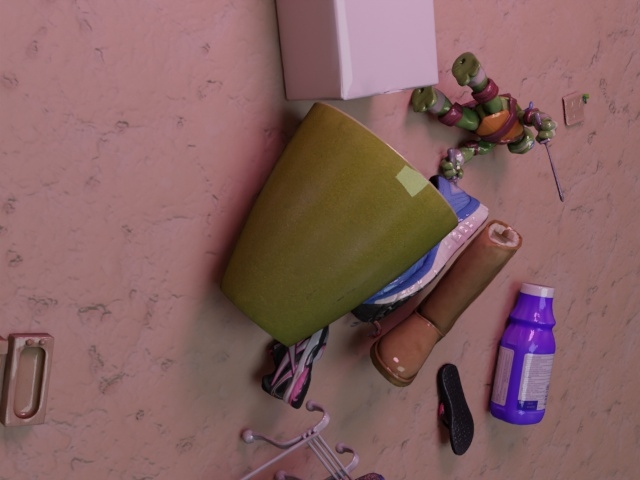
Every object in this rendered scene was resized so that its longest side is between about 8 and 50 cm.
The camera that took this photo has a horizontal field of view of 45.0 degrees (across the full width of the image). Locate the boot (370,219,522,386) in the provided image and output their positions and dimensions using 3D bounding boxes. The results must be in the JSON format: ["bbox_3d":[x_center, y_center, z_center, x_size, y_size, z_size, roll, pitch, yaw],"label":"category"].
[{"bbox_3d":[0.207,0.096,1.276,0.269,0.089,0.236,-53,173,24],"label":"boot"}]

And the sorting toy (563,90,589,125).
[{"bbox_3d":[0.543,-0.283,1.637,0.083,0.012,0.062,-23,107,-30],"label":"sorting toy"}]

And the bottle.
[{"bbox_3d":[0.420,0.229,1.577,0.118,0.092,0.282,5,94,-39],"label":"bottle"}]

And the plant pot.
[{"bbox_3d":[0.000,0.000,1.120,0.293,0.275,0.275,-49,125,-3],"label":"plant pot"}]

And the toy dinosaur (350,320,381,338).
[{"bbox_3d":[0.075,0.124,1.300,0.082,0.090,0.047,40,53,10],"label":"toy dinosaur"}]

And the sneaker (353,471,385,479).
[{"bbox_3d":[0.003,0.399,1.146,0.221,0.083,0.087,-21,111,-22],"label":"sneaker"}]

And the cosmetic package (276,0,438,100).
[{"bbox_3d":[0.046,-0.397,1.133,0.197,0.155,0.365,-14,107,-35],"label":"cosmetic package"}]

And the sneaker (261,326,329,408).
[{"bbox_3d":[-0.040,0.170,1.219,0.072,0.077,0.178,91,19,-52],"label":"sneaker"}]

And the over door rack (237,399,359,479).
[{"bbox_3d":[-0.079,0.426,1.221,0.324,0.108,0.239,-38,120,-11],"label":"over door rack"}]

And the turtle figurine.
[{"bbox_3d":[0.295,-0.177,1.343,0.266,0.198,0.274,32,74,-33],"label":"turtle figurine"}]

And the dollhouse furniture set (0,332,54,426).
[{"bbox_3d":[-0.384,0.192,0.914,0.151,0.123,0.144,6,94,-39],"label":"dollhouse furniture set"}]

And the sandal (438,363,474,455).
[{"bbox_3d":[0.256,0.327,1.505,0.067,0.040,0.179,-13,91,-42],"label":"sandal"}]

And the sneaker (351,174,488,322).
[{"bbox_3d":[0.140,0.006,1.300,0.147,0.130,0.330,44,56,2],"label":"sneaker"}]
